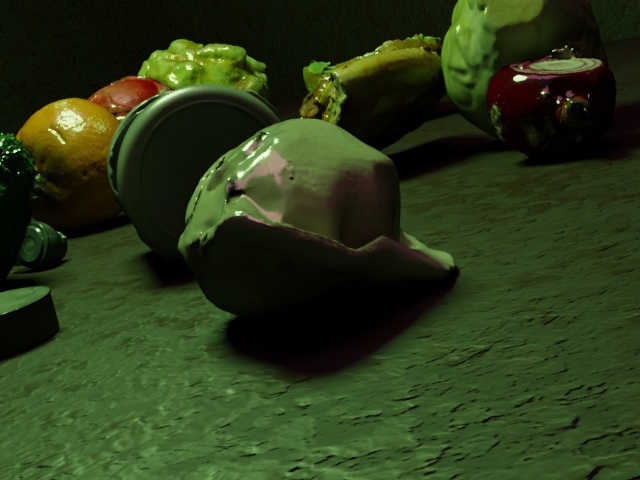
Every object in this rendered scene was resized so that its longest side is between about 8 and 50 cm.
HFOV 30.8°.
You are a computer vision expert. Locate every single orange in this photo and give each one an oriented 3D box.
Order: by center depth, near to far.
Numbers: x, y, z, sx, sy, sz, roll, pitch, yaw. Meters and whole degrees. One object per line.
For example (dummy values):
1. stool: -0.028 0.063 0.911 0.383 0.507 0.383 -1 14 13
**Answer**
1. orange: -0.408 -0.121 1.898 0.224 0.224 0.170 -7 17 29
2. orange: 0.115 -0.332 2.419 0.263 0.196 0.334 -3 8 -33

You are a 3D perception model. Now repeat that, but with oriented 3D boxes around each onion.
1. onion: 0.312 -0.163 1.526 0.173 0.135 0.198 -11 26 -1

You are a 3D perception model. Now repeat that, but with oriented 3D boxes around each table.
1. table: -0.339 0.087 1.196 0.133 0.043 0.133 -12 11 2

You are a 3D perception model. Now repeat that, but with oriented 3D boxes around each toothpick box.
1. toothpick box: -0.153 -0.083 1.469 0.229 0.229 0.316 -16 9 -12

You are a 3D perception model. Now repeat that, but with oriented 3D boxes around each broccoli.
1. broccoli: -0.521 -0.043 1.496 0.297 0.297 0.297 -47 2 3

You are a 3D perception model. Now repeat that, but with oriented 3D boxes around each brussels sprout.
1. brussels sprout: 0.307 -0.283 1.730 0.243 0.273 0.316 9 12 17

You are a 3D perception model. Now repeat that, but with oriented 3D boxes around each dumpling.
1. dumpling: 0.000 0.000 1.051 0.243 0.187 0.318 25 18 -7

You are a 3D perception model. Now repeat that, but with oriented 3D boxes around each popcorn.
1. popcorn: -0.241 -0.282 2.359 0.274 0.279 0.335 -53 -12 6

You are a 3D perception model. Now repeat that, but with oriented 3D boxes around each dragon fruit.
1. dragon fruit: -0.342 -0.182 2.123 0.252 0.241 0.241 -29 14 -12

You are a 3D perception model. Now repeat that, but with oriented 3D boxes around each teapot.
1. teapot: -0.396 0.012 1.637 0.088 0.066 0.057 -33 -20 29

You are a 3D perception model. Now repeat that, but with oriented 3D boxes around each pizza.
1. pizza: 0.078 -0.209 1.819 0.278 0.114 0.409 -36 -13 23
